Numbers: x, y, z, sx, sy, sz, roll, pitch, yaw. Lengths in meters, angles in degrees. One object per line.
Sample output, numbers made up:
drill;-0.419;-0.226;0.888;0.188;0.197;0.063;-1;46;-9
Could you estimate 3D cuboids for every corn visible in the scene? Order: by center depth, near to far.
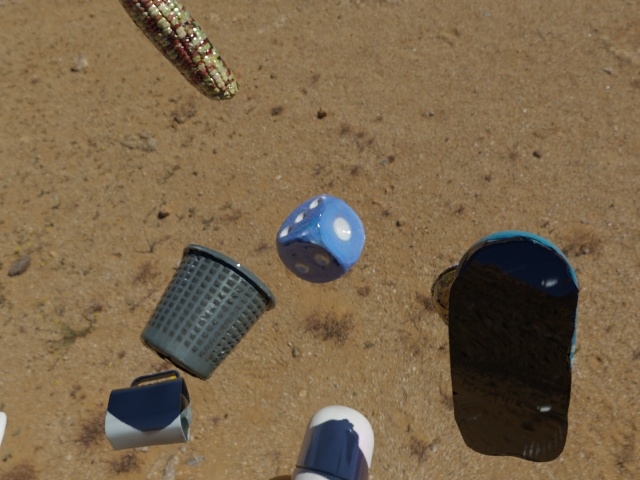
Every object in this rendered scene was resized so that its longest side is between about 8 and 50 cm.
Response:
corn;-0.243;-0.348;0.813;0.086;0.253;0.086;-28;34;21

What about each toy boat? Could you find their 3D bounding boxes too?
toy boat;0.232;0.122;0.568;0.134;0.299;0.092;2;21;23

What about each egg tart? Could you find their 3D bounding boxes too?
egg tart;0.332;0.105;0.892;0.234;0.234;0.094;7;47;13

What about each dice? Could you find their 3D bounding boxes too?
dice;0.000;0.000;0.992;0.146;0.143;0.146;-21;33;38

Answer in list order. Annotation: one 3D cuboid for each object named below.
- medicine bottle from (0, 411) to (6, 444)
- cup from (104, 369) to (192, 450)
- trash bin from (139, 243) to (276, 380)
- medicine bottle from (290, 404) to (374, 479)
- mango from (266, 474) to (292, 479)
medicine bottle;-0.742;0.386;0.914;0.102;0.186;0.103;-27;52;42
cup;-0.292;0.289;0.810;0.129;0.095;0.128;-5;43;-9
trash bin;-0.183;0.119;0.712;0.175;0.175;0.161;22;64;21
medicine bottle;0.003;0.448;0.766;0.130;0.130;0.341;9;60;15
mango;-0.075;0.583;0.881;0.175;0.139;0.255;15;86;23
